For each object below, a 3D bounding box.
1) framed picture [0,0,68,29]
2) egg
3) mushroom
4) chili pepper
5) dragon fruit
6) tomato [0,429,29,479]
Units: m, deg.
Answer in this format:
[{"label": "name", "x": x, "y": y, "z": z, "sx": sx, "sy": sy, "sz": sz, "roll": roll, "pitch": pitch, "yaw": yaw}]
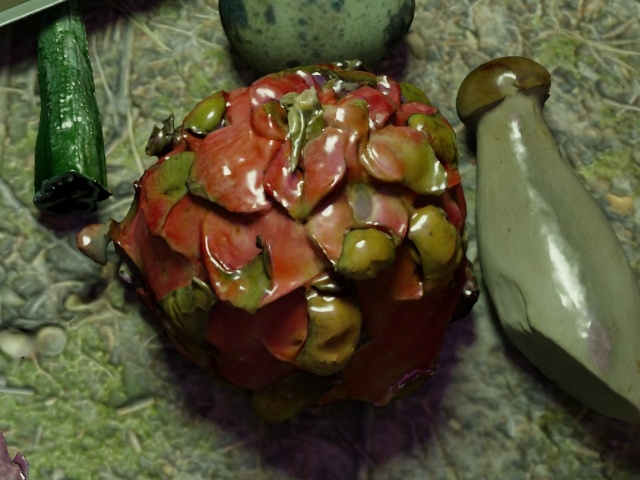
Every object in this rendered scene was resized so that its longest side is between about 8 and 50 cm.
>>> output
[{"label": "framed picture", "x": -0.221, "y": -0.304, "z": 1.578, "sx": 0.274, "sy": 0.017, "sz": 0.217, "roll": -24, "pitch": 61, "yaw": -18}, {"label": "egg", "x": -0.002, "y": -0.212, "z": 1.561, "sx": 0.181, "sy": 0.141, "sz": 0.141, "roll": -1, "pitch": 72, "yaw": -18}, {"label": "mushroom", "x": 0.203, "y": 0.001, "z": 1.545, "sx": 0.128, "sy": 0.128, "sz": 0.350, "roll": -11, "pitch": 73, "yaw": -16}, {"label": "chili pepper", "x": -0.219, "y": -0.139, "z": 1.521, "sx": 0.059, "sy": 0.088, "sz": 0.227, "roll": 5, "pitch": 68, "yaw": -26}, {"label": "dragon fruit", "x": 0.000, "y": 0.000, "z": 1.413, "sx": 0.314, "sy": 0.263, "sz": 0.296, "roll": -29, "pitch": 90, "yaw": -20}, {"label": "tomato", "x": -0.375, "y": 0.228, "z": 1.322, "sx": 0.289, "sy": 0.176, "sz": 0.335, "roll": -30, "pitch": 80, "yaw": -41}]
